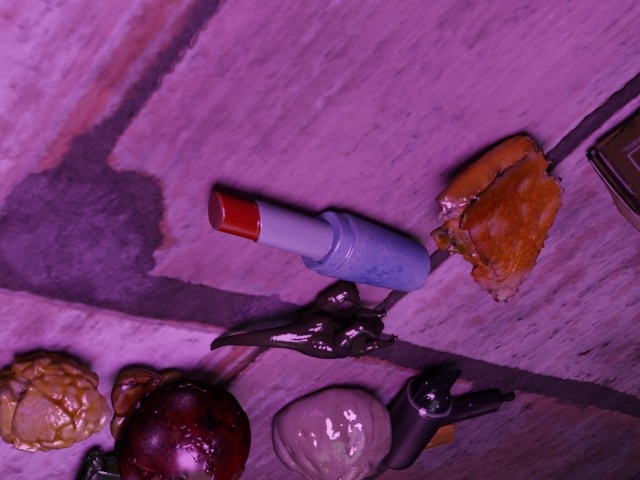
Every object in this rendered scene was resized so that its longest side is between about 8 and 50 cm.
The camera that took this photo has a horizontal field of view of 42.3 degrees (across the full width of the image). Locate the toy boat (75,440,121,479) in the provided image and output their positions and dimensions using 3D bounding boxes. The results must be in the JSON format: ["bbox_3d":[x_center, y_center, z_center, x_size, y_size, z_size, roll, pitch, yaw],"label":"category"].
[{"bbox_3d":[-0.286,0.333,1.118,0.104,0.052,0.210,1,139,-30],"label":"toy boat"}]

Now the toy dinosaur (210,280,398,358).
[{"bbox_3d":[-0.005,0.132,0.977,0.179,0.087,0.187,-38,139,18],"label":"toy dinosaur"}]

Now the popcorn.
[{"bbox_3d":[-0.288,0.166,0.876,0.116,0.121,0.106,-27,111,-34],"label":"popcorn"}]

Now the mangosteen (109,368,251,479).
[{"bbox_3d":[-0.168,0.227,0.959,0.166,0.180,0.166,-40,163,-15],"label":"mangosteen"}]

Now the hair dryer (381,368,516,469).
[{"bbox_3d":[0.213,0.242,1.249,0.248,0.078,0.195,-8,141,-33],"label":"hair dryer"}]

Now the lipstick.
[{"bbox_3d":[0.000,0.000,0.836,0.274,0.061,0.068,16,131,-40],"label":"lipstick"}]

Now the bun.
[{"bbox_3d":[0.019,0.289,1.155,0.183,0.102,0.183,-5,135,-4],"label":"bun"}]

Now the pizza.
[{"bbox_3d":[0.195,-0.026,0.903,0.147,0.069,0.226,-50,143,1],"label":"pizza"}]

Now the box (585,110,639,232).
[{"bbox_3d":[0.561,-0.110,0.917,0.420,0.138,0.373,-38,140,21],"label":"box"}]

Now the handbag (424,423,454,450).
[{"bbox_3d":[0.186,0.313,1.343,0.061,0.027,0.083,-18,144,-6],"label":"handbag"}]
